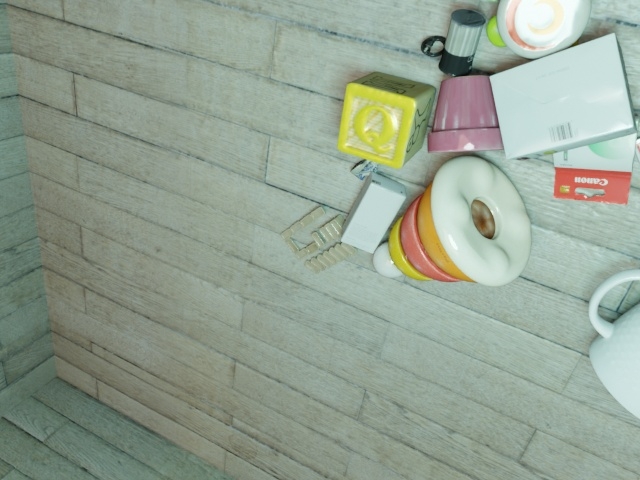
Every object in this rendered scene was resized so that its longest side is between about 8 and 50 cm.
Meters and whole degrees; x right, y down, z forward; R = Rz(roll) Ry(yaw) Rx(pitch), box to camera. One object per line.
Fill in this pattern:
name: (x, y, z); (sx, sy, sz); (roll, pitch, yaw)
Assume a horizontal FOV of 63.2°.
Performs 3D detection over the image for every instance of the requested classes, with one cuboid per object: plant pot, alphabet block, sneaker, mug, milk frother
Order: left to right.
sneaker: (0.155, -0.226, 1.564); (0.058, 0.052, 0.135); (47, 134, -13)
alphabet block: (0.179, -0.329, 1.402); (0.193, 0.197, 0.193); (19, 121, 19)
milk frother: (0.320, -0.500, 1.277); (0.143, 0.129, 0.135); (18, 141, 11)
plant pot: (0.372, -0.317, 1.324); (0.201, 0.201, 0.180); (2, 99, 27)
mug: (0.848, 0.226, 1.276); (0.374, 0.276, 0.328); (38, 126, 11)

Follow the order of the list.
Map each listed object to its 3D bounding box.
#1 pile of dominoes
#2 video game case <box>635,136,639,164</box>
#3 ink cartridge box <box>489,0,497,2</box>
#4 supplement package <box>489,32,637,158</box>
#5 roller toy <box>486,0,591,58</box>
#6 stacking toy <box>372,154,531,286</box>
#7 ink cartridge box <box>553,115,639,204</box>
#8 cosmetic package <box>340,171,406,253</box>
pile of dominoes: (0.000, 0.000, 1.774); (0.251, 0.040, 0.196); (-31, 98, 44)
video game case: (0.904, -0.193, 1.192); (0.285, 0.025, 0.204); (-20, 103, 34)
ink cartridge box: (0.337, -0.643, 1.245); (0.209, 0.062, 0.109); (19, 120, 19)
supplement package: (0.556, -0.313, 1.193); (0.261, 0.145, 0.204); (-11, 89, 36)
roller toy: (0.501, -0.520, 1.170); (0.209, 0.146, 0.191); (20, 128, 8)
stacking toy: (0.307, -0.002, 1.482); (0.351, 0.350, 0.480); (56, 143, -6)
ink cartridge box: (0.670, -0.195, 1.286); (0.180, 0.056, 0.225); (10, 117, 33)
cosmetic package: (0.158, -0.082, 1.589); (0.117, 0.085, 0.231); (22, 123, -9)
